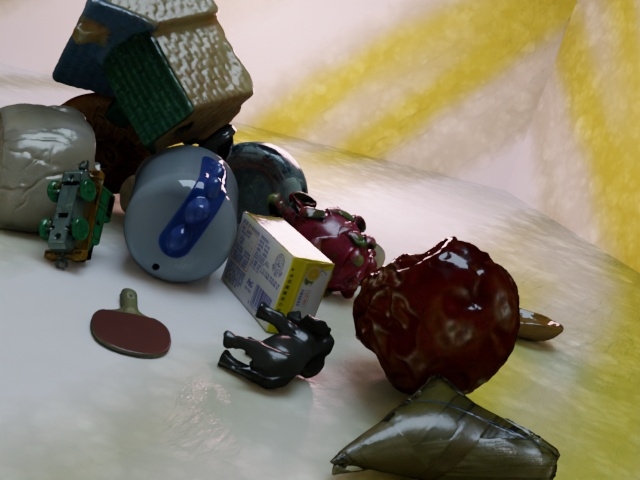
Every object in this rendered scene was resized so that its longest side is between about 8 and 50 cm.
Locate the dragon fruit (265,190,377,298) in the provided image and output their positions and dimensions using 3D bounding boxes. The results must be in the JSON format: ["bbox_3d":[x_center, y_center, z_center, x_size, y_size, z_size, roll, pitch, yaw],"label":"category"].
[{"bbox_3d":[0.005,0.006,2.162,0.273,0.218,0.198,54,2,29],"label":"dragon fruit"}]

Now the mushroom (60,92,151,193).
[{"bbox_3d":[-0.537,-0.224,2.308,0.296,0.278,0.163,2,42,-14],"label":"mushroom"}]

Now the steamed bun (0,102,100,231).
[{"bbox_3d":[-0.607,-0.174,2.027,0.246,0.236,0.383,10,16,-25],"label":"steamed bun"}]

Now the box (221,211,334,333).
[{"bbox_3d":[-0.092,0.064,1.925,0.097,0.169,0.265,13,14,-32],"label":"box"}]

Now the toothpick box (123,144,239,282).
[{"bbox_3d":[-0.279,-0.061,1.966,0.262,0.263,0.355,16,16,-10],"label":"toothpick box"}]

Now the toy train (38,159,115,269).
[{"bbox_3d":[-0.469,-0.045,1.846,0.091,0.228,0.136,-1,-20,20],"label":"toy train"}]

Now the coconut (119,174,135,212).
[{"bbox_3d":[-0.416,-0.104,2.242,0.116,0.116,0.122,20,13,7],"label":"coconut"}]

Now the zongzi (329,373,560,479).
[{"bbox_3d":[0.194,0.334,1.400,0.260,0.123,0.289,28,27,26],"label":"zongzi"}]

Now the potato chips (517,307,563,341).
[{"bbox_3d":[0.485,0.202,2.310,0.208,0.062,0.195,10,12,-26],"label":"potato chips"}]

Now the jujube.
[{"bbox_3d":[0.199,0.141,1.671,0.276,0.277,0.377,17,-10,-6],"label":"jujube"}]

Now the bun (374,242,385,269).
[{"bbox_3d":[0.088,0.051,2.340,0.138,0.094,0.138,16,-21,6],"label":"bun"}]

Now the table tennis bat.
[{"bbox_3d":[-0.330,0.142,1.644,0.138,0.022,0.246,14,17,-17],"label":"table tennis bat"}]

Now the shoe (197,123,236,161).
[{"bbox_3d":[-0.263,-0.179,2.195,0.093,0.241,0.108,51,35,-11],"label":"shoe"}]

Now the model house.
[{"bbox_3d":[-0.402,-0.390,2.140,0.342,0.334,0.382,-27,80,-41],"label":"model house"}]

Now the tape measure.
[{"bbox_3d":[-0.166,-0.115,2.296,0.274,0.256,0.147,15,10,11],"label":"tape measure"}]

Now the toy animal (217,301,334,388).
[{"bbox_3d":[-0.069,0.187,1.647,0.146,0.115,0.245,17,35,21],"label":"toy animal"}]
